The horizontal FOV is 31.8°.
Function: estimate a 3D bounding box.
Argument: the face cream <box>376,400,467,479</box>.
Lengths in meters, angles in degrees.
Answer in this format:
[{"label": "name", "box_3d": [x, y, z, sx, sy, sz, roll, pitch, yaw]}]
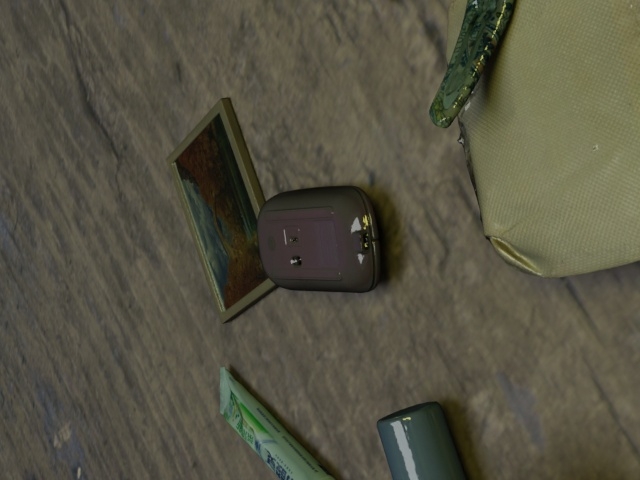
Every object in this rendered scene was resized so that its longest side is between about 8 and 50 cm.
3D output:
[{"label": "face cream", "box_3d": [0.146, 0.354, 1.125, 0.136, 0.086, 0.385, -21, 84, 40]}]

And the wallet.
[{"label": "wallet", "box_3d": [0.211, -0.120, 0.928, 0.275, 0.068, 0.335, -27, 70, 50]}]

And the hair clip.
[{"label": "hair clip", "box_3d": [0.133, -0.204, 0.949, 0.066, 0.036, 0.229, 13, 90, 54]}]

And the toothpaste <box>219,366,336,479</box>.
[{"label": "toothpaste", "box_3d": [-0.057, 0.259, 1.425, 0.297, 0.048, 0.074, 36, 130, 49]}]

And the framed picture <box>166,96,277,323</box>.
[{"label": "framed picture", "box_3d": [-0.124, -0.035, 1.462, 0.184, 0.016, 0.250, -35, 70, 52]}]

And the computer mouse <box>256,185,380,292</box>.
[{"label": "computer mouse", "box_3d": [0.001, 0.000, 1.258, 0.232, 0.057, 0.120, -4, 96, 58]}]
